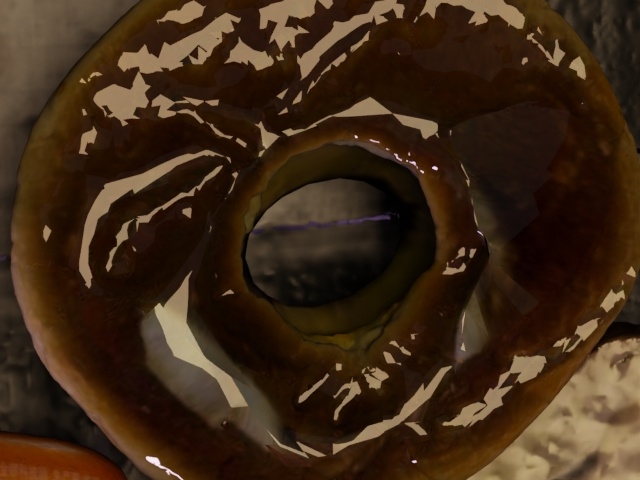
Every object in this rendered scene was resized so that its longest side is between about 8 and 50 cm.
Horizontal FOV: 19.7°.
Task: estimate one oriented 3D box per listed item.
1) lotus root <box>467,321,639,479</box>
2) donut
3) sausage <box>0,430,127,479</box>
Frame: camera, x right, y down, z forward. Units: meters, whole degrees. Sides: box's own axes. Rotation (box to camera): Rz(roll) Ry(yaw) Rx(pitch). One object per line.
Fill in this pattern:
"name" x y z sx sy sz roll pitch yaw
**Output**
"lotus root" 0.175 0.132 1.053 0.261 0.074 0.170 15 98 -4
"donut" 0.000 0.000 0.981 0.330 0.160 0.330 0 87 -10
"sausage" -0.225 0.134 0.931 0.312 0.093 0.093 8 91 -21
